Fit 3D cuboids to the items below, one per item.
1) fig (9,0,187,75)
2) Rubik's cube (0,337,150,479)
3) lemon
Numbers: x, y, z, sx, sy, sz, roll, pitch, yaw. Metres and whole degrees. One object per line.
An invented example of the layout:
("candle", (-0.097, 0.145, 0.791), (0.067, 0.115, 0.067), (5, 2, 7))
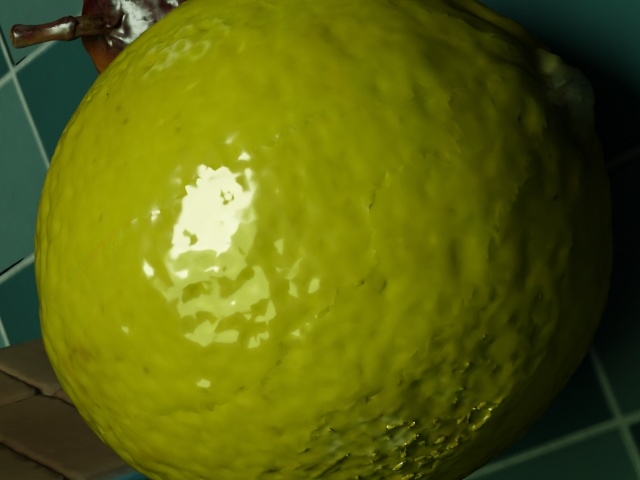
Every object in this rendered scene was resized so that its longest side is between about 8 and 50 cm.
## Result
("fig", (-0.093, -0.136, 0.901), (0.128, 0.150, 0.128), (-39, 35, 34))
("Rubik's cube", (-0.197, 0.216, 1.008), (0.221, 0.224, 0.231), (18, 112, 39))
("lemon", (-0.001, 0.001, 0.745), (0.293, 0.293, 0.293), (12, 108, 41))
